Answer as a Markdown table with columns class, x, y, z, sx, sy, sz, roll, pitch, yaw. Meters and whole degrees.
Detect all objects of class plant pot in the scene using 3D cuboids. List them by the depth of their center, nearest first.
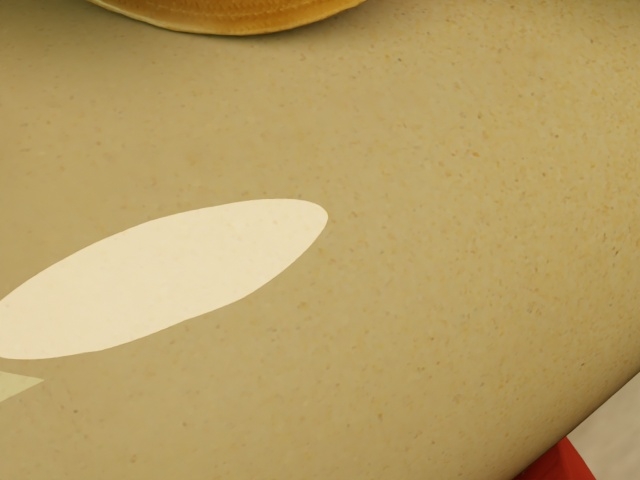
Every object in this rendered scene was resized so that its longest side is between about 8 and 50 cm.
| class | x | y | z | sx | sy | sz | roll | pitch | yaw |
| --- | --- | --- | --- | --- | --- | --- | --- | --- | --- |
| plant pot | 0.000 | 0.000 | 0.421 | 0.274 | 0.256 | 0.257 | -22 | 87 | -5 |

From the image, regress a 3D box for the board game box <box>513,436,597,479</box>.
| class | x | y | z | sx | sy | sz | roll | pitch | yaw |
| --- | --- | --- | --- | --- | --- | --- | --- | --- | --- |
| board game box | -0.007 | 0.164 | 0.369 | 0.242 | 0.316 | 0.064 | -34 | 85 | 6 |

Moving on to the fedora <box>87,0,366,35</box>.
| class | x | y | z | sx | sy | sz | roll | pitch | yaw |
| --- | --- | --- | --- | --- | --- | --- | --- | --- | --- |
| fedora | -0.038 | -0.124 | 0.257 | 0.194 | 0.079 | 0.194 | 8 | 124 | 12 |
